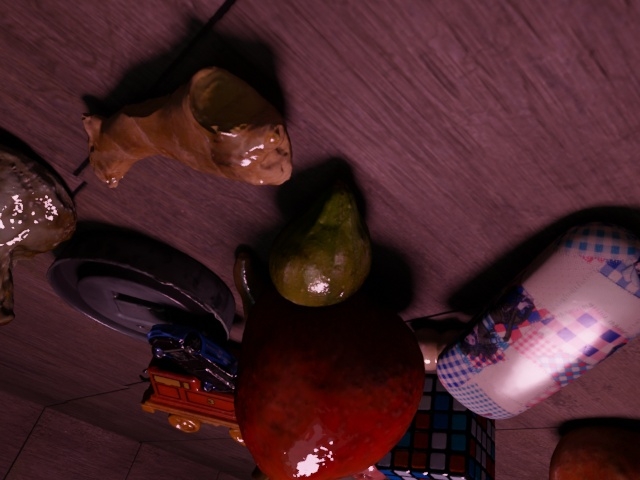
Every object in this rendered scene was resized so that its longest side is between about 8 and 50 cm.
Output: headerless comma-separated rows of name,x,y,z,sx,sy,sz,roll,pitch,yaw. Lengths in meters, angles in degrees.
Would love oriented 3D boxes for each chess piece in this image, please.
chess piece,0.219,0.179,0.744,0.170,0.094,0.094,0,143,27

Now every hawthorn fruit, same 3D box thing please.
hawthorn fruit,-0.003,0.206,0.663,0.265,0.307,0.265,31,174,4

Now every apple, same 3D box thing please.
apple,0.595,0.515,0.912,0.301,0.302,0.302,10,145,7
apple,0.134,0.611,1.355,0.153,0.120,0.153,11,145,8

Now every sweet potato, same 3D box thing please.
sweet potato,-0.095,0.111,0.777,0.077,0.077,0.244,4,145,16

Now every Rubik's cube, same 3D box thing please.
Rubik's cube,0.231,0.387,0.944,0.182,0.187,0.184,-9,141,31

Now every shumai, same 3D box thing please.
shumai,-0.472,-0.005,0.652,0.221,0.204,0.272,11,142,4

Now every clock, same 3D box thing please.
clock,-0.310,0.102,0.854,0.324,0.067,0.325,11,146,7

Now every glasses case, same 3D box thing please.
glasses case,0.262,0.113,0.581,0.125,0.076,0.328,39,131,11

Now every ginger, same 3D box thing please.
ginger,-0.149,-0.101,0.502,0.294,0.086,0.131,-1,152,36

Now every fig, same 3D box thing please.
fig,0.000,0.000,0.556,0.123,0.123,0.156,8,129,10

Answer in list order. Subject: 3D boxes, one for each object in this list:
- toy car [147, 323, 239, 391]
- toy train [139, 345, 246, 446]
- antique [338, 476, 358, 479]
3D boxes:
toy car,-0.206,0.202,0.840,0.103,0.063,0.216,-15,130,34
toy train,-0.229,0.313,1.049,0.368,0.163,0.232,11,137,7
antique,0.082,0.751,1.549,0.146,0.148,0.152,8,145,8
